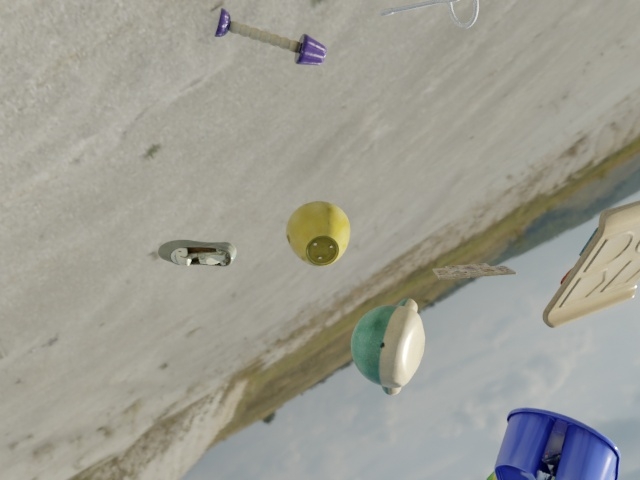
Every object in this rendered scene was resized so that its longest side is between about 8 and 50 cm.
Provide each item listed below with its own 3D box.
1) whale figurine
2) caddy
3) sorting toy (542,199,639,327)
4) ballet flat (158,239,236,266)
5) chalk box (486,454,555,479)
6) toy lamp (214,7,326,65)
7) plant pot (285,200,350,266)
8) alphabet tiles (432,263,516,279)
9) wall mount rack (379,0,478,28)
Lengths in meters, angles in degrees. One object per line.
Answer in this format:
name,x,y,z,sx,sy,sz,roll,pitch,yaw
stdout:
whale figurine,0.155,0.230,1.591,0.141,0.216,0.272,10,176,21
caddy,0.521,0.484,1.573,0.179,0.241,0.341,-61,148,-27
sorting toy,0.494,0.013,1.121,0.307,0.041,0.229,-14,138,-27
ballet flat,-0.331,0.037,1.902,0.213,0.072,0.068,-1,-150,3
chalk box,0.524,0.629,1.832,0.132,0.132,0.213,-43,-151,-12
toy lamp,-0.120,-0.492,1.763,0.275,0.080,0.080,13,160,-14
plant pot,0.000,0.000,1.445,0.134,0.134,0.095,-30,-155,7
alphabet tiles,0.413,0.082,1.963,0.198,0.009,0.237,-4,-176,4
wall mount rack,0.263,-0.687,1.764,0.131,0.349,0.304,-19,-162,-27
